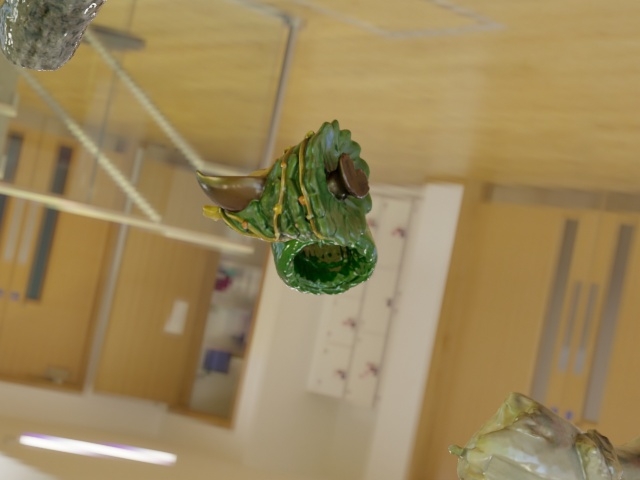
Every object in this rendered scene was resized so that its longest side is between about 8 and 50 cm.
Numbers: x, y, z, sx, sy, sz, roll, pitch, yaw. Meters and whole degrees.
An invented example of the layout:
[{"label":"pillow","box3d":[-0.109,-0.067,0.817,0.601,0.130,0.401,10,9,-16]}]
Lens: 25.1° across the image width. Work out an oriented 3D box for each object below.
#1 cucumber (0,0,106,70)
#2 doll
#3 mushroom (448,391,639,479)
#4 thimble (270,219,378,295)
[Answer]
[{"label":"cucumber","box3d":[-0.179,-0.162,0.962,0.064,0.064,0.112,13,139,-26]},{"label":"doll","box3d":[-0.024,-0.017,0.901,0.113,0.077,0.078,-26,141,19]},{"label":"mushroom","box3d":[0.224,0.192,1.224,0.278,0.099,0.096,13,-147,-34]},{"label":"thimble","box3d":[0.000,0.000,1.672,0.118,0.090,0.130,-20,142,6]}]
